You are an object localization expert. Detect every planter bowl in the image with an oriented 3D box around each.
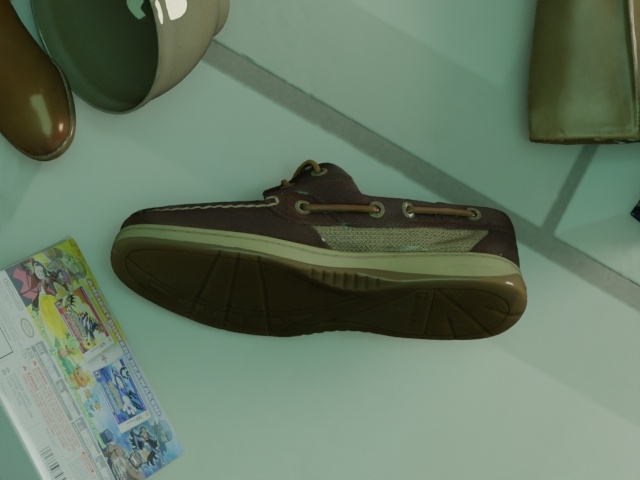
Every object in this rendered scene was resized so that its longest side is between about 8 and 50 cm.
[{"bbox_3d":[-0.143,-0.194,1.589,0.109,0.162,0.162,-26,92,-39],"label":"planter bowl"}]

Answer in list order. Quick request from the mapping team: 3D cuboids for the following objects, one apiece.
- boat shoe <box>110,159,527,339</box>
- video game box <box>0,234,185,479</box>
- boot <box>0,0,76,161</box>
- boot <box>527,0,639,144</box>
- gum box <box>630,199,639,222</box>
[{"bbox_3d":[0.000,0.000,1.627,0.342,0.123,0.123,4,56,-6],"label":"boat shoe"},{"bbox_3d":[-0.208,0.114,1.539,0.048,0.187,0.205,-26,92,30],"label":"video game box"},{"bbox_3d":[-0.267,-0.156,1.541,0.073,0.152,0.197,-30,83,5],"label":"boot"},{"bbox_3d":[0.293,-0.218,1.703,0.236,0.089,0.269,-1,87,-1],"label":"boot"},{"bbox_3d":[0.354,-0.089,1.666,0.041,0.157,0.184,38,80,-7],"label":"gum box"}]
